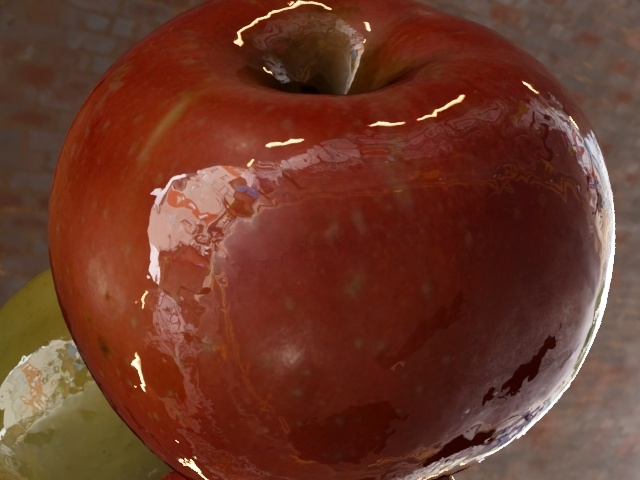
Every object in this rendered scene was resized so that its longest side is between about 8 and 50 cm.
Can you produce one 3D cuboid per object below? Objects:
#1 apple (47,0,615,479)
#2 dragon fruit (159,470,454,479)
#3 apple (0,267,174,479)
[{"bbox_3d":[0.000,0.000,0.566,0.260,0.260,0.216,-19,-48,-31],"label":"apple"},{"bbox_3d":[-0.036,0.285,0.940,0.343,0.277,0.277,-36,-41,-28],"label":"dragon fruit"},{"bbox_3d":[-0.324,0.239,1.852,0.474,0.473,0.473,-24,-46,-27],"label":"apple"}]
